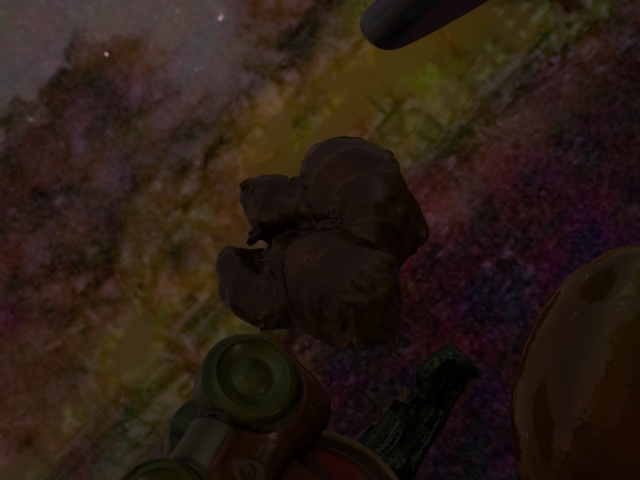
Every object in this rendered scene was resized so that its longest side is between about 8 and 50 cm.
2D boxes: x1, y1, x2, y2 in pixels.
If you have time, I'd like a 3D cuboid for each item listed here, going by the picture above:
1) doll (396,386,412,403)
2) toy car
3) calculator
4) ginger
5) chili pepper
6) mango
[{"bbox_3d":[0.104,0.241,1.099,0.051,0.061,0.093,-25,54,29],"label":"doll"},{"bbox_3d":[-0.034,0.208,0.615,0.235,0.235,0.145,-51,-5,-40],"label":"toy car"},{"bbox_3d":[0.126,-0.218,0.666,0.185,0.041,0.299,-32,3,-21],"label":"calculator"},{"bbox_3d":[0.006,-0.008,1.162,0.274,0.152,0.357,-4,53,28],"label":"ginger"},{"bbox_3d":[0.095,0.215,0.953,0.253,0.083,0.099,-42,-27,-32],"label":"chili pepper"},{"bbox_3d":[0.239,0.134,0.709,0.175,0.254,0.139,-12,11,-39],"label":"mango"}]
